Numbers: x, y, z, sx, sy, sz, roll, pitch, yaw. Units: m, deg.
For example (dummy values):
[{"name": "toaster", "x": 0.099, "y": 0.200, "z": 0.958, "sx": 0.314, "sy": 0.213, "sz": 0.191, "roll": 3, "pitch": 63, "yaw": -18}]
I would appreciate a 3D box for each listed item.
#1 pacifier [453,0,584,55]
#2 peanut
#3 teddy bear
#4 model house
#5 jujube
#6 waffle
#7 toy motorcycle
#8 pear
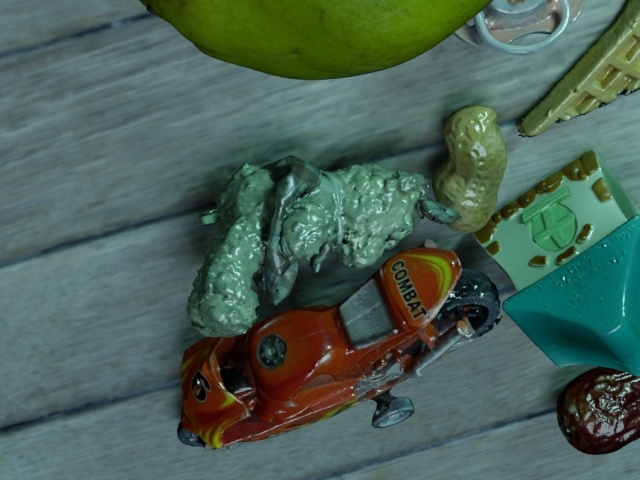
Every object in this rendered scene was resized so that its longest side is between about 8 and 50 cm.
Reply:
[{"name": "pacifier", "x": 0.132, "y": -0.155, "z": 1.023, "sx": 0.099, "sy": 0.081, "sz": 0.078, "roll": -14, "pitch": 161, "yaw": -4}, {"name": "peanut", "x": 0.112, "y": -0.054, "z": 1.116, "sx": 0.054, "sy": 0.054, "sz": 0.113, "roll": -6, "pitch": 130, "yaw": -13}, {"name": "teddy bear", "x": -0.015, "y": -0.015, "z": 1.084, "sx": 0.213, "sy": 0.133, "sz": 0.111, "roll": -28, "pitch": 91, "yaw": -17}, {"name": "model house", "x": 0.208, "y": 0.029, "z": 1.153, "sx": 0.127, "sy": 0.149, "sz": 0.100, "roll": -35, "pitch": 135, "yaw": 13}, {"name": "jujube", "x": 0.274, "y": 0.143, "z": 1.327, "sx": 0.129, "sy": 0.077, "sz": 0.077, "roll": -19, "pitch": 134, "yaw": -9}, {"name": "waffle", "x": 0.227, "y": -0.117, "z": 1.113, "sx": 0.097, "sy": 0.023, "sz": 0.153, "roll": 25, "pitch": 118, "yaw": -33}, {"name": "toy motorcycle", "x": 0.000, "y": 0.097, "z": 1.175, "sx": 0.298, "sy": 0.089, "sz": 0.171, "roll": -27, "pitch": 150, "yaw": 15}, {"name": "pear", "x": 0.015, "y": -0.199, "z": 0.849, "sx": 0.269, "sy": 0.212, "sz": 0.212, "roll": -25, "pitch": 134, "yaw": -1}]
